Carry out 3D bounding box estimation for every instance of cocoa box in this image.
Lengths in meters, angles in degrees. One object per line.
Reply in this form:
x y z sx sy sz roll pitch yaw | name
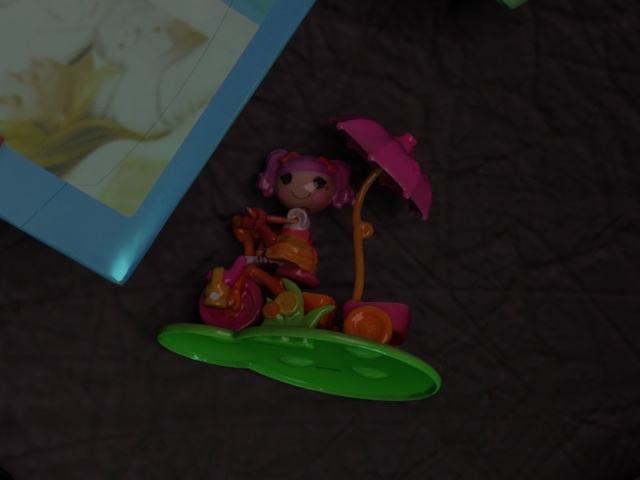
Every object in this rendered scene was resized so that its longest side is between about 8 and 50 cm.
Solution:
-0.191 -0.181 0.915 0.347 0.228 0.231 31 100 -19 | cocoa box

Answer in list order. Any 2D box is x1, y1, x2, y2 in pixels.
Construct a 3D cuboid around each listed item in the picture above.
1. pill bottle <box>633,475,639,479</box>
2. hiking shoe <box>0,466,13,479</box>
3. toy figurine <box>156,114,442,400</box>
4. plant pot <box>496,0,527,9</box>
0.306 0.286 1.099 0.176 0.176 0.319 -21 93 -14 | pill bottle
-0.246 0.174 1.013 0.304 0.113 0.132 36 92 -2 | hiking shoe
0.000 0.000 1.084 0.173 0.130 0.159 7 72 11 | toy figurine
0.147 -0.283 1.061 0.256 0.256 0.274 35 97 -10 | plant pot
